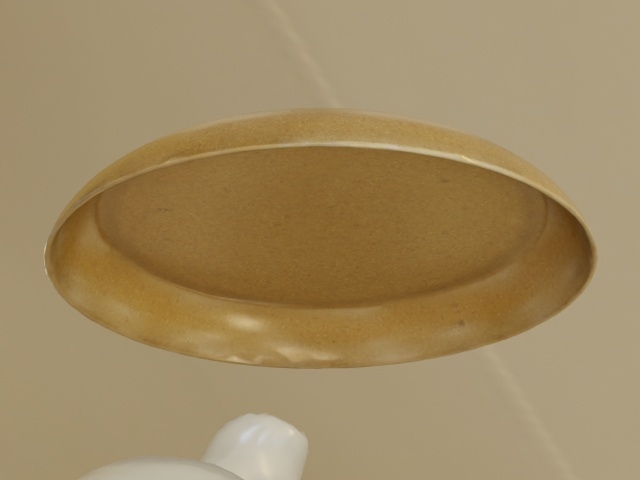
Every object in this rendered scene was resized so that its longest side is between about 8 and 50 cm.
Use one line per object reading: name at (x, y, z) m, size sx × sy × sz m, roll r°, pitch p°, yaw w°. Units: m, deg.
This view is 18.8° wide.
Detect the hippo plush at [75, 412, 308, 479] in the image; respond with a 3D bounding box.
hippo plush at (-0.021, 0.174, 0.478) m, size 0.236 × 0.234 × 0.294 m, roll 36°, pitch -47°, yaw 21°

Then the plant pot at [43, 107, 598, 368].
plant pot at (0.000, 0.000, 0.838) m, size 0.236 × 0.032 × 0.236 m, roll -1°, pitch -24°, yaw 0°
